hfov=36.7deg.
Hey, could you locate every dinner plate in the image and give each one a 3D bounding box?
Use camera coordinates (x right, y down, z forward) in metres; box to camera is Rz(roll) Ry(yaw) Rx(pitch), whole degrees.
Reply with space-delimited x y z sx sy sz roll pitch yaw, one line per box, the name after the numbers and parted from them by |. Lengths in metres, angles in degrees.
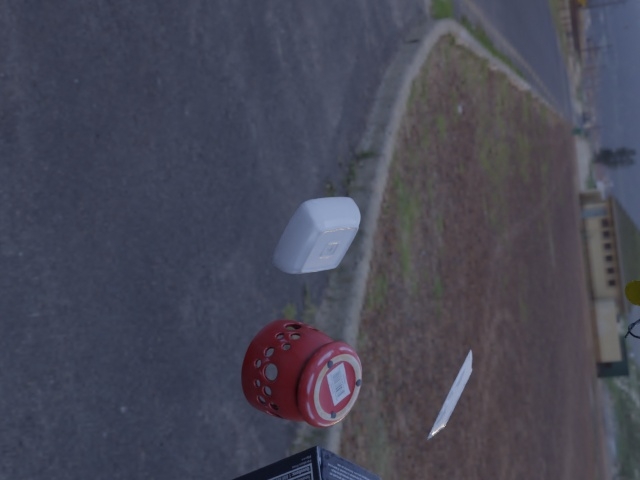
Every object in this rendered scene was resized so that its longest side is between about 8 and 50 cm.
0.184 0.218 1.344 0.141 0.017 0.141 -60 169 -19 | dinner plate

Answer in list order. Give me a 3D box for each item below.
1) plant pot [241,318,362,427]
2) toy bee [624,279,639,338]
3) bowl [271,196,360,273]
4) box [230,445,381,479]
-0.031 0.262 1.862 0.191 0.174 0.191 -15 112 -43 | plant pot
0.657 0.127 1.824 0.298 0.195 0.162 -37 122 -19 | toy bee
0.000 0.000 1.577 0.142 0.142 0.053 -5 44 -47 | bowl
-0.056 0.505 1.412 0.183 0.296 0.294 37 36 -42 | box
